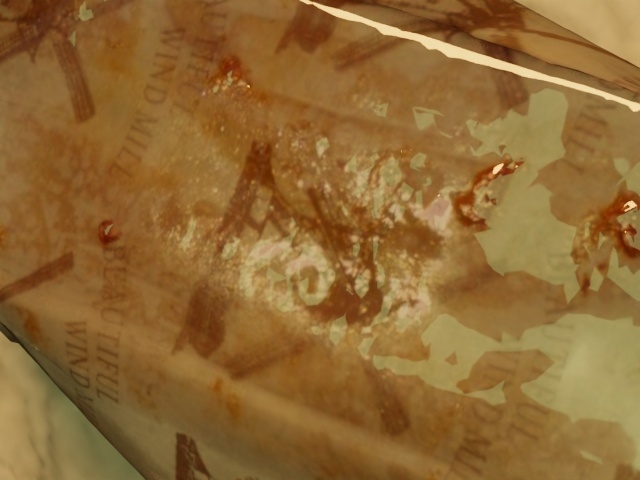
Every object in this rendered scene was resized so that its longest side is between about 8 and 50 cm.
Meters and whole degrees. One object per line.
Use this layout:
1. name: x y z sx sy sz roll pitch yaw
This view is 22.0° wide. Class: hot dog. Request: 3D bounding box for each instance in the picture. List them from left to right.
1. hot dog: 0.000 0.000 0.392 0.268 0.075 0.144 26 98 26
